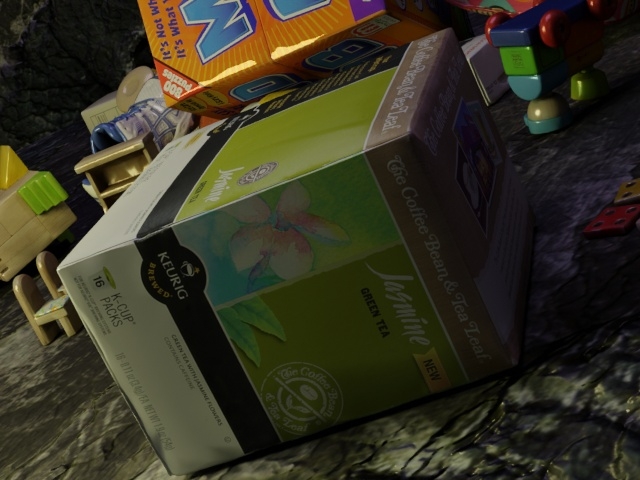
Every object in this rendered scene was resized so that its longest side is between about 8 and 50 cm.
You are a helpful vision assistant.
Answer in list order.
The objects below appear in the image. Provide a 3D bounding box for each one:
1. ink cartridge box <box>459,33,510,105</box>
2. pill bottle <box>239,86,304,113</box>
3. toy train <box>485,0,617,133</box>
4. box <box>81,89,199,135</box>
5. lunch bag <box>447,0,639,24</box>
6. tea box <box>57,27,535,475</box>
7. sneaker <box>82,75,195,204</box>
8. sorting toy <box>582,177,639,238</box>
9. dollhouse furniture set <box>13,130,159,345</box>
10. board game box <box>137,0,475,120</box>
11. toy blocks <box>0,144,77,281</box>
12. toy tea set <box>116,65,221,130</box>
[{"bbox_3d":[0.174,-0.220,1.986,0.175,0.072,0.127,-14,19,38],"label":"ink cartridge box"},{"bbox_3d":[-0.027,-0.152,1.995,0.119,0.119,0.208,-34,18,-28],"label":"pill bottle"},{"bbox_3d":[0.314,-0.233,1.709,0.248,0.143,0.105,-30,24,-34],"label":"toy train"},{"bbox_3d":[-0.246,-0.230,2.540,0.311,0.148,0.121,-17,17,24],"label":"box"},{"bbox_3d":[0.320,-0.384,2.039,0.293,0.120,0.258,15,21,25],"label":"lunch bag"},{"bbox_3d":[0.000,0.000,1.280,0.323,0.220,0.329,-21,17,19],"label":"tea box"},{"bbox_3d":[-0.277,-0.160,2.185,0.112,0.131,0.296,-27,40,32],"label":"sneaker"},{"bbox_3d":[0.348,-0.060,1.255,0.132,0.046,0.274,-37,19,-36],"label":"sorting toy"},{"bbox_3d":[-0.261,-0.014,1.833,0.212,0.161,0.242,-20,17,20],"label":"dollhouse furniture set"},{"bbox_3d":[-0.034,-0.397,2.114,0.356,0.356,0.356,-21,-12,24],"label":"board game box"},{"bbox_3d":[-0.548,0.008,2.242,0.261,0.191,0.381,-44,22,-19],"label":"toy blocks"},{"bbox_3d":[-0.227,-0.155,2.341,0.336,0.124,0.200,23,83,46],"label":"toy tea set"}]
